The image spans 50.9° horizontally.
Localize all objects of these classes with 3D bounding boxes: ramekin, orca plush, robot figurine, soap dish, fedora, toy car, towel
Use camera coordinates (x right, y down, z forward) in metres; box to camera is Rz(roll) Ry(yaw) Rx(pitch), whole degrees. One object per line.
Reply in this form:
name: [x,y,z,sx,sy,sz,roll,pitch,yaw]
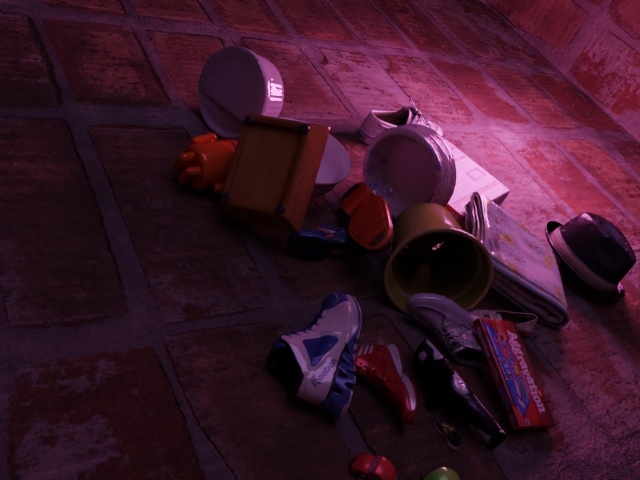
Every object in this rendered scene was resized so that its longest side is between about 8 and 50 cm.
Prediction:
ramekin: [-0.231,-0.440,2.023,0.273,0.273,0.127,44,28,21]
orca plush: [0.298,0.369,1.556,0.287,0.102,0.151,52,-1,15]
robot figurine: [-0.286,-0.204,1.820,0.219,0.128,0.158,-15,39,-39]
soap dish: [-0.124,-0.182,1.728,0.229,0.291,0.118,14,-6,20]
fedora: [0.889,0.024,2.163,0.334,0.152,0.334,26,32,-18]
toy car: [0.203,0.500,1.347,0.225,0.053,0.239,-8,50,-36]
towel: [0.577,0.050,1.988,0.374,0.090,0.320,35,37,-16]

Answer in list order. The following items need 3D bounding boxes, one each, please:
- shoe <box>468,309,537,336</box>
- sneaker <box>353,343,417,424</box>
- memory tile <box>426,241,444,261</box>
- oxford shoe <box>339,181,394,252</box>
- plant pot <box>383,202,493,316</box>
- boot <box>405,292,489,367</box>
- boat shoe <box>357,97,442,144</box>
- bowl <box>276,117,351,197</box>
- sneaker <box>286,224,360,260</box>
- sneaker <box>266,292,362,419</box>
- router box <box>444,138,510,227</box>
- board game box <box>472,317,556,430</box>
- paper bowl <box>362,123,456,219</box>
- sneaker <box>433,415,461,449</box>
shoe: [0.495,0.215,1.836,0.219,0.058,0.076,9,41,-21]
sneaker: [0.129,0.321,1.505,0.128,0.087,0.221,3,31,-15]
memory tile: [0.345,0.023,2.008,0.148,0.012,0.113,-14,53,-39]
oxford shoe: [0.155,-0.048,1.833,0.133,0.130,0.363,43,14,-22]
plant pot: [0.296,0.029,1.802,0.276,0.276,0.254,18,28,-11]
boot: [0.333,0.230,1.692,0.258,0.095,0.123,23,38,-13]
boat shoe: [0.308,-0.423,2.383,0.367,0.156,0.136,-2,46,-31]
bowl: [-0.072,-0.215,1.946,0.298,0.134,0.298,16,39,-14]
sneaker: [0.000,0.000,1.797,0.221,0.083,0.087,5,35,-38]
sneaker: [-0.017,0.226,1.477,0.182,0.127,0.315,20,40,-12]
router box: [0.427,-0.190,2.243,0.301,0.082,0.335,44,41,21]
board game box: [0.476,0.326,1.658,0.145,0.027,0.281,11,51,-37]
paper bowl: [0.279,-0.207,2.014,0.148,0.284,0.284,-20,57,-43]
sneaker: [0.287,0.423,1.497,0.031,0.035,0.083,-12,52,-40]
